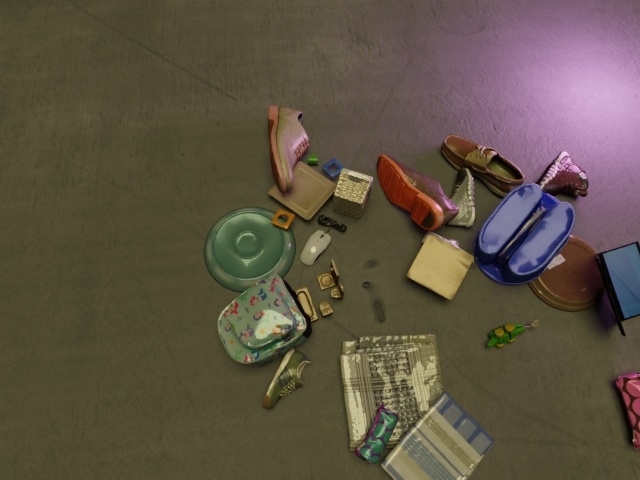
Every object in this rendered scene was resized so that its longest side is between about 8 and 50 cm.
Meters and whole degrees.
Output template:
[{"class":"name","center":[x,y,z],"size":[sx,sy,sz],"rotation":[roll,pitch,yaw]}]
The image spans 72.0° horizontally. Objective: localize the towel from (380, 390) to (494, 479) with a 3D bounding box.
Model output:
[{"class":"towel","center":[0.331,0.603,1.243],"size":[0.209,0.034,0.285],"rotation":[44,79,5]}]

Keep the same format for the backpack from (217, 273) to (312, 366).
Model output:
[{"class":"backpack","center":[-0.179,0.251,1.326],"size":[0.253,0.191,0.225],"rotation":[-34,67,2]}]

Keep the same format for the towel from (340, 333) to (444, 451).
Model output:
[{"class":"towel","center":[0.222,0.443,1.323],"size":[0.311,0.056,0.325],"rotation":[-4,67,-2]}]

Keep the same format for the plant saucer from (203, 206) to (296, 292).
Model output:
[{"class":"plant saucer","center":[-0.243,0.020,1.499],"size":[0.317,0.044,0.318],"rotation":[0,68,-1]}]

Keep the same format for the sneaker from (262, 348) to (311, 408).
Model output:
[{"class":"sneaker","center":[-0.095,0.424,1.322],"size":[0.086,0.064,0.192],"rotation":[21,66,13]}]

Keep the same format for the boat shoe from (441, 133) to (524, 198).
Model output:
[{"class":"boat shoe","center":[0.592,-0.288,1.585],"size":[0.324,0.120,0.123],"rotation":[37,72,13]}]

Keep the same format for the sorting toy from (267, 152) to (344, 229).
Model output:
[{"class":"sorting toy","center":[-0.063,-0.174,1.573],"size":[0.195,0.047,0.348],"rotation":[33,67,17]}]

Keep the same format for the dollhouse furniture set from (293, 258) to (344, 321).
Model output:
[{"class":"dollhouse furniture set","center":[-0.006,0.166,1.396],"size":[0.151,0.123,0.144],"rotation":[-19,69,-8]}]

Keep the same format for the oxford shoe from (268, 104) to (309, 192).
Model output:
[{"class":"oxford shoe","center":[-0.110,-0.342,1.576],"size":[0.146,0.141,0.397],"rotation":[-2,60,-7]}]

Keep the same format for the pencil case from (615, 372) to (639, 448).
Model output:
[{"class":"pencil case","center":[0.936,0.498,1.289],"size":[0.098,0.095,0.210],"rotation":[-10,65,13]}]

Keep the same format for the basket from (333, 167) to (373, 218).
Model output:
[{"class":"basket","center":[0.108,-0.155,1.508],"size":[0.113,0.167,0.103],"rotation":[18,75,7]}]

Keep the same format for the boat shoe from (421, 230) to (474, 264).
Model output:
[{"class":"boat shoe","center":[0.437,0.023,1.495],"size":[0.184,0.066,0.063],"rotation":[22,70,19]}]

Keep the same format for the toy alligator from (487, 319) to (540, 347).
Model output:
[{"class":"toy alligator","center":[0.598,0.285,1.394],"size":[0.189,0.056,0.051],"rotation":[-22,29,-9]}]

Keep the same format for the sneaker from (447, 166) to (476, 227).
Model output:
[{"class":"sneaker","center":[0.468,-0.156,1.552],"size":[0.132,0.086,0.229],"rotation":[0,69,2]}]

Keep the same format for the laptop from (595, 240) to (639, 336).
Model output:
[{"class":"laptop","center":[0.966,0.141,1.371],"size":[0.136,0.264,0.235],"rotation":[-19,85,30]}]

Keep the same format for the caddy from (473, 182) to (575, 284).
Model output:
[{"class":"caddy","center":[0.661,-0.019,1.442],"size":[0.241,0.179,0.341],"rotation":[40,91,23]}]

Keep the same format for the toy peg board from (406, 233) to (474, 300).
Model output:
[{"class":"toy peg board","center":[0.385,0.091,1.441],"size":[0.161,0.079,0.161],"rotation":[29,82,10]}]

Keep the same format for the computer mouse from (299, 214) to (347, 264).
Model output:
[{"class":"computer mouse","center":[0.000,0.000,1.507],"size":[0.106,0.042,0.193],"rotation":[31,71,10]}]

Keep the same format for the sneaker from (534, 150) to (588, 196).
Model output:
[{"class":"sneaker","center":[0.853,-0.183,1.555],"size":[0.162,0.106,0.281],"rotation":[39,72,11]}]

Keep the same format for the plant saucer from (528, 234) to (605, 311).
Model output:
[{"class":"plant saucer","center":[0.825,0.099,1.475],"size":[0.277,0.041,0.278],"rotation":[0,68,1]}]

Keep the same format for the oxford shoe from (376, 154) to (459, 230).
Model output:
[{"class":"oxford shoe","center":[0.327,-0.180,1.537],"size":[0.132,0.130,0.364],"rotation":[-19,56,-25]}]

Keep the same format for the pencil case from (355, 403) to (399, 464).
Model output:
[{"class":"pencil case","center":[0.158,0.542,1.227],"size":[0.070,0.064,0.152],"rotation":[41,69,-19]}]
